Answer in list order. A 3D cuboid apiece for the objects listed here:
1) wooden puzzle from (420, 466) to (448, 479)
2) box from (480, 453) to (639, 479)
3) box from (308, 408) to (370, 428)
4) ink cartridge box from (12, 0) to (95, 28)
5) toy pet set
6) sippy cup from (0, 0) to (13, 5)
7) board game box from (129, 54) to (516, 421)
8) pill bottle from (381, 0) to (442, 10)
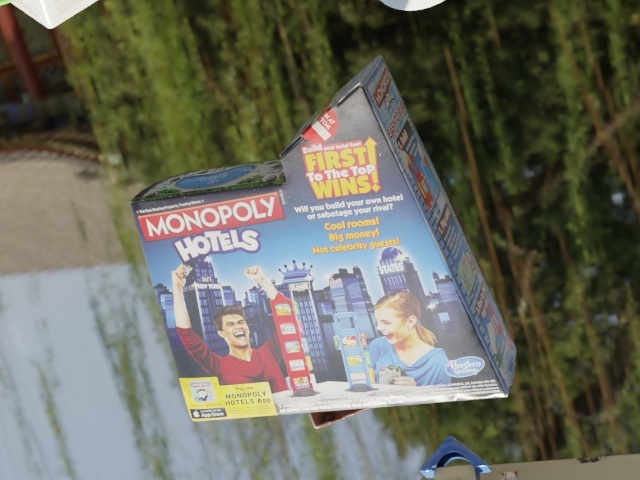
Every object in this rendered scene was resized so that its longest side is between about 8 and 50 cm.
[{"bbox_3d":[0.294,0.460,1.758,0.347,0.322,0.080,6,148,-14],"label":"wooden puzzle"},{"bbox_3d":[0.296,0.305,1.567,0.275,0.113,0.094,-9,-119,32],"label":"box"},{"bbox_3d":[0.058,0.083,1.451,0.167,0.168,0.203,-24,175,11],"label":"box"},{"bbox_3d":[-0.251,-0.333,1.334,0.148,0.203,0.086,-37,-128,-25],"label":"ink cartridge box"},{"bbox_3d":[0.123,0.225,1.297,0.122,0.065,0.114,-8,161,11],"label":"toy pet set"},{"bbox_3d":[-0.252,-0.245,0.847,0.224,0.240,0.305,-23,-166,19],"label":"sippy cup"},{"bbox_3d":[0.000,0.000,0.788,0.194,0.194,0.060,-6,-159,16],"label":"board game box"},{"bbox_3d":[0.046,-0.369,1.397,0.169,0.169,0.301,-21,-130,-11],"label":"pill bottle"}]
